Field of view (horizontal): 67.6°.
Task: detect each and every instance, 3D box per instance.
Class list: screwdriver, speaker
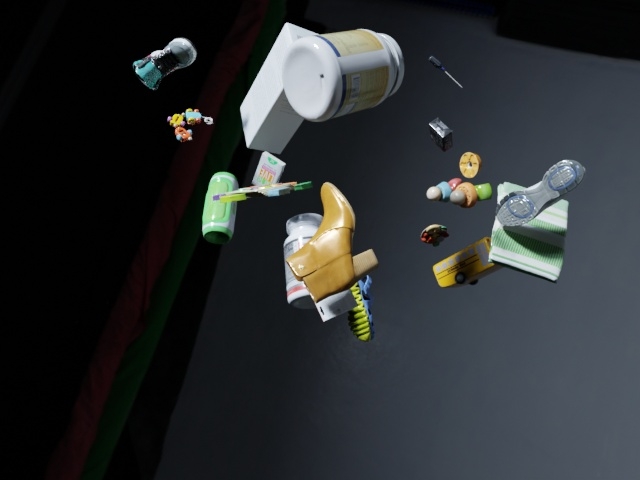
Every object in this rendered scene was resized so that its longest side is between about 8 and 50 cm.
[{"bbox_3d":[0.472,-0.629,1.785,0.025,0.170,0.024,-50,10,35],"label":"screwdriver"},{"bbox_3d":[-0.416,-0.138,1.998,0.131,0.131,0.296,87,-177,-59],"label":"speaker"}]

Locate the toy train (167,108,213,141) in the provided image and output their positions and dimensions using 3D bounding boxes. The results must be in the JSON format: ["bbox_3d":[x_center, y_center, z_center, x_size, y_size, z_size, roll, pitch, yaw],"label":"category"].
[{"bbox_3d":[-0.469,-0.403,1.699,0.166,0.125,0.046,-45,-11,-41],"label":"toy train"}]

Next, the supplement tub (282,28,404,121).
[{"bbox_3d":[0.072,-0.485,1.390,0.316,0.228,0.228,-25,-42,-36],"label":"supplement tub"}]

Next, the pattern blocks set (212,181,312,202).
[{"bbox_3d":[-0.185,-0.152,1.455,0.285,0.325,0.026,-25,-70,-57],"label":"pattern blocks set"}]

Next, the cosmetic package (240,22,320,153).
[{"bbox_3d":[-0.147,-0.577,1.876,0.453,0.161,0.230,-44,49,45],"label":"cosmetic package"}]

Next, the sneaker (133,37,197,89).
[{"bbox_3d":[-0.616,-0.672,1.837,0.124,0.295,0.178,53,-128,-33],"label":"sneaker"}]

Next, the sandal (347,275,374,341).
[{"bbox_3d":[0.178,0.265,2.006,0.138,0.126,0.317,-13,-89,-40],"label":"sandal"}]

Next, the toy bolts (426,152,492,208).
[{"bbox_3d":[0.531,-0.226,1.907,0.228,0.158,0.218,-12,90,65],"label":"toy bolts"}]

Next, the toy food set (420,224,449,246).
[{"bbox_3d":[0.346,-0.016,1.445,0.083,0.083,0.020,-57,28,39],"label":"toy food set"}]

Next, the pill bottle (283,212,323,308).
[{"bbox_3d":[-0.045,0.084,1.985,0.210,0.210,0.363,80,-177,-65],"label":"pill bottle"}]

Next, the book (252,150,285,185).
[{"bbox_3d":[-0.200,-0.261,1.854,0.035,0.096,0.144,-47,-13,-53],"label":"book"}]

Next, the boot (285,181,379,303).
[{"bbox_3d":[0.000,0.001,1.258,0.211,0.295,0.104,-24,-18,-12],"label":"boot"}]

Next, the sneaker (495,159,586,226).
[{"bbox_3d":[0.679,-0.131,1.461,0.129,0.111,0.297,-4,-23,-45],"label":"sneaker"}]

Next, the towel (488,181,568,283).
[{"bbox_3d":[0.695,-0.033,1.595,0.038,0.248,0.324,102,-173,-61],"label":"towel"}]

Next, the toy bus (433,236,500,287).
[{"bbox_3d":[0.627,0.090,1.920,0.108,0.333,0.130,8,-123,-43],"label":"toy bus"}]

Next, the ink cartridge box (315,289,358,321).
[{"bbox_3d":[0.043,0.182,1.357,0.115,0.063,0.029,-22,-9,-20],"label":"ink cartridge box"}]

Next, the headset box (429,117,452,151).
[{"bbox_3d":[0.335,-0.290,1.327,0.032,0.062,0.083,-36,-29,1],"label":"headset box"}]
